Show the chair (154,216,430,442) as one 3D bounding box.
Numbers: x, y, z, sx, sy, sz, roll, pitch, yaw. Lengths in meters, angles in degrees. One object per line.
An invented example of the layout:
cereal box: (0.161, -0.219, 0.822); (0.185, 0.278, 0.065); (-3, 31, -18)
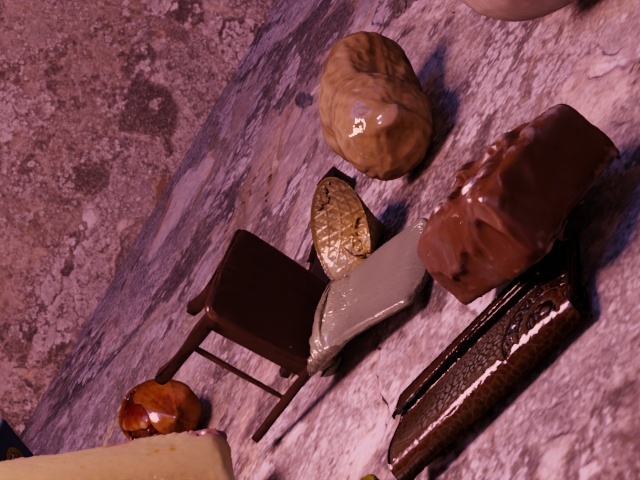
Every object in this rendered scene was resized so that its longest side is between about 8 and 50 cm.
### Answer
chair: (-0.034, 0.072, 1.627); (0.319, 0.186, 0.160); (-49, 12, 38)

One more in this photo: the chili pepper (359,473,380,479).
chili pepper: (0.033, 0.273, 1.279); (0.052, 0.050, 0.201); (-13, 31, 16)

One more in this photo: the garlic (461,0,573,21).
garlic: (0.228, -0.397, 1.544); (0.317, 0.259, 0.317); (-30, 39, 28)

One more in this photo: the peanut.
peanut: (0.070, -0.164, 1.846); (0.291, 0.143, 0.159); (-103, 12, -62)

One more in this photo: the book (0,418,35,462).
book: (-0.362, 0.448, 1.745); (0.039, 0.300, 0.428); (-27, 24, 15)

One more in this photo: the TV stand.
TV stand: (0.000, 0.000, 1.922); (0.049, 0.040, 0.256); (-46, 19, 39)

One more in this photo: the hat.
hat: (0.052, -0.013, 1.757); (0.146, 0.067, 0.146); (31, 127, 54)

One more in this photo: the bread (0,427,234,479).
bread: (-0.252, 0.319, 1.559); (0.187, 0.338, 0.155); (-103, 7, -63)

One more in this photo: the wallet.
wallet: (0.145, 0.102, 1.262); (0.243, 0.039, 0.133); (-47, 14, 29)

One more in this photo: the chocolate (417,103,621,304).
chocolate: (0.168, -0.034, 1.287); (0.148, 0.093, 0.214); (-49, 4, -22)

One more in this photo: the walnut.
walnut: (-0.229, 0.252, 2.037); (0.115, 0.116, 0.207); (-62, 16, -13)
